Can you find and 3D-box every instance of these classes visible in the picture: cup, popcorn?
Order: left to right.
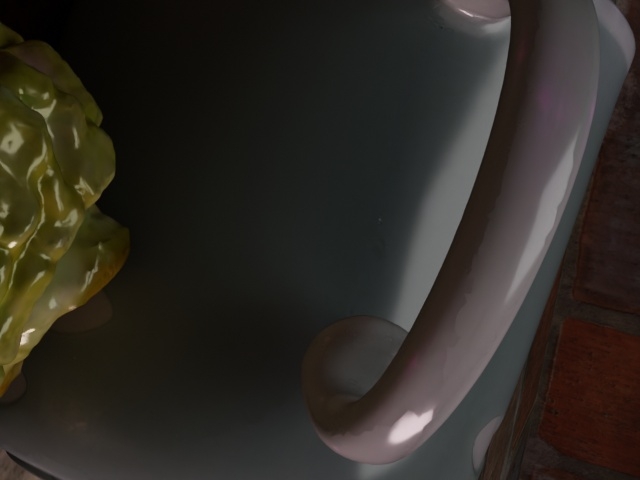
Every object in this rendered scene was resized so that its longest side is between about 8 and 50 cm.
[{"bbox_3d":[-0.137,-0.010,0.455,0.126,0.126,0.145,26,68,-64],"label":"popcorn"},{"bbox_3d":[0.000,0.000,0.564,0.357,0.259,0.274,8,-102,70],"label":"cup"}]
